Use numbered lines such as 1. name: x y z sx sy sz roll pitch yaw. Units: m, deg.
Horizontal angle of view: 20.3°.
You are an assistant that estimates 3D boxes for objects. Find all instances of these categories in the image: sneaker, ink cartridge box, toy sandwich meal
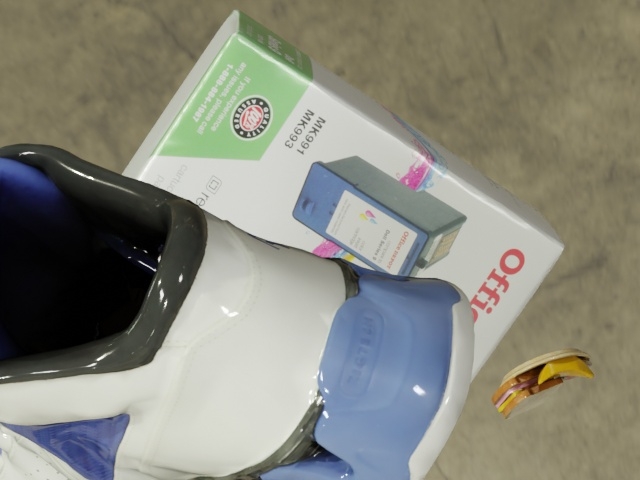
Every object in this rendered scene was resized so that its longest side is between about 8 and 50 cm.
1. sneaker: -0.097 0.042 0.745 0.182 0.315 0.127 30 61 -24
2. ink cartridge box: 0.000 0.000 0.968 0.212 0.093 0.154 33 100 -12
3. toy sandwich meal: 0.177 0.113 1.406 0.086 0.085 0.029 -21 69 3
